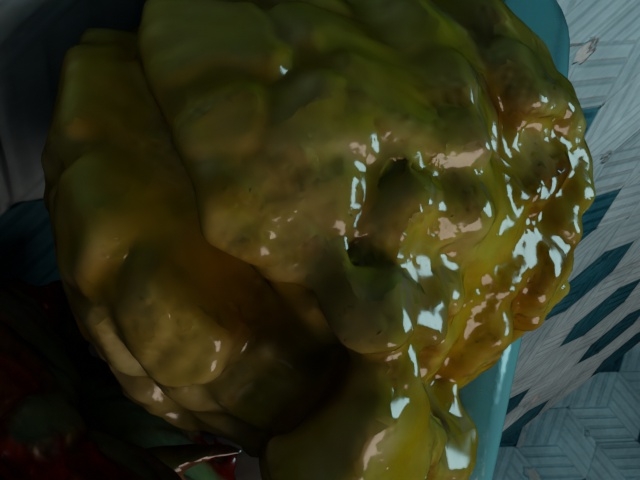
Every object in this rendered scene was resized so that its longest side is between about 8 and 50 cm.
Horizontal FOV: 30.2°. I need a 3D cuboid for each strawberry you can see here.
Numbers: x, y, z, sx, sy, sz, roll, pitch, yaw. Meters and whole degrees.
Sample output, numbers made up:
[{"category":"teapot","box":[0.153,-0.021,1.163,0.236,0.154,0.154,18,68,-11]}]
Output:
[{"category":"strawberry","box":[-0.184,0.146,0.596,0.257,0.261,0.261,-45,160,8]}]

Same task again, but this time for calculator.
[{"category":"calculator","box":[0.109,0.035,0.783,0.256,0.054,0.387,82,20,-68]}]

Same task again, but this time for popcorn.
[{"category":"popcorn","box":[0.000,0.000,0.544,0.225,0.332,0.265,-20,144,38]}]

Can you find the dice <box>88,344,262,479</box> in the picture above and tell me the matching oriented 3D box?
[{"category":"dice","box":[-0.051,0.095,0.790,0.193,0.194,0.192,-40,162,10]}]
